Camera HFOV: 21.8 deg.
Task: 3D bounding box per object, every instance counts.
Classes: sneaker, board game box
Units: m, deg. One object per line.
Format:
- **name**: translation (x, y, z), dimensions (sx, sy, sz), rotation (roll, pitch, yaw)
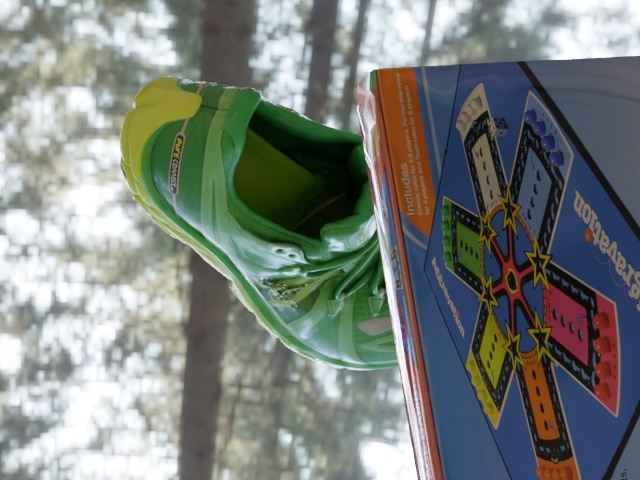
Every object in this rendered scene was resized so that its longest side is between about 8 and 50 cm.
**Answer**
- **sneaker**: translation (0.000, 0.000, 1.050), dimensions (0.123, 0.295, 0.109), rotation (-1, -118, 44)
- **board game box**: translation (0.103, 0.073, 0.574), dimensions (0.145, 0.027, 0.281), rotation (-4, -103, -18)
